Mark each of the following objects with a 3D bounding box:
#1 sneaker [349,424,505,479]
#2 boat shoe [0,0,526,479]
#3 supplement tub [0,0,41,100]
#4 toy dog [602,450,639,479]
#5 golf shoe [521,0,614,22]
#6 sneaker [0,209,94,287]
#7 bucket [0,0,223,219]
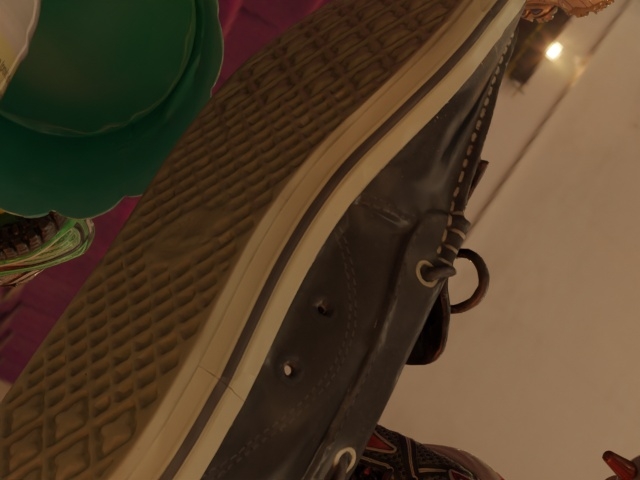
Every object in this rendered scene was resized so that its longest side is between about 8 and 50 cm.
[{"bbox_3d":[0.021,0.196,0.781,0.299,0.112,0.120,11,-102,48],"label":"sneaker"},{"bbox_3d":[0.000,0.000,0.587,0.187,0.156,0.500,-2,-134,43],"label":"boat shoe"},{"bbox_3d":[-0.242,-0.055,0.330,0.324,0.235,0.235,-65,-175,-9],"label":"supplement tub"},{"bbox_3d":[0.470,0.259,1.280,0.220,0.161,0.333,-19,-157,46],"label":"toy dog"},{"bbox_3d":[0.254,-0.277,1.014,0.069,0.086,0.176,-47,-155,-21],"label":"golf shoe"},{"bbox_3d":[-0.462,0.026,1.321,0.344,0.134,0.146,-14,153,16],"label":"sneaker"},{"bbox_3d":[-0.219,-0.175,0.822,0.281,0.281,0.183,-50,-159,10],"label":"bucket"}]
